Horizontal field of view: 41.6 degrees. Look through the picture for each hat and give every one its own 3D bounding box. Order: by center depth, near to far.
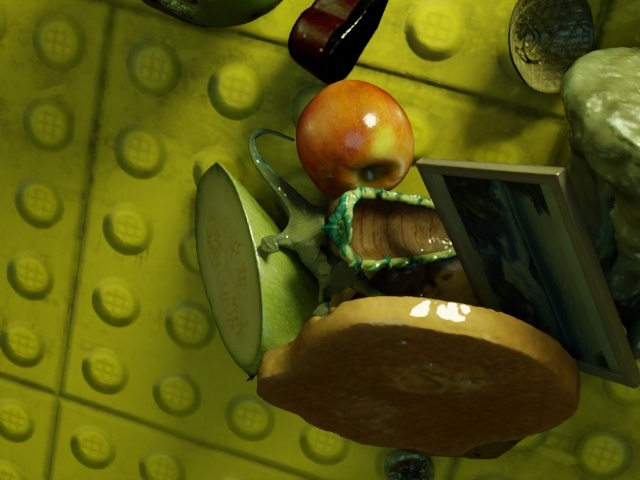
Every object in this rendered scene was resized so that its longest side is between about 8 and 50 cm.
[{"bbox_3d":[0.278,-0.263,1.090,0.145,0.067,0.146,-6,101,-28],"label":"hat"}]

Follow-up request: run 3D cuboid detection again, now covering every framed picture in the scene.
[{"bbox_3d":[0.255,0.035,1.043,0.232,0.024,0.315,12,137,55],"label":"framed picture"}]

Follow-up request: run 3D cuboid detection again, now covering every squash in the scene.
[{"bbox_3d":[-0.125,0.044,1.204,0.189,0.189,0.260,-39,100,20],"label":"squash"}]

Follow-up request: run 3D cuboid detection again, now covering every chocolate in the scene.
[{"bbox_3d":[0.016,-0.279,1.124,0.080,0.125,0.149,35,75,10],"label":"chocolate"}]

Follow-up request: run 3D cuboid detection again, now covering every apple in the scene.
[{"bbox_3d":[0.045,-0.134,1.131,0.163,0.163,0.139,-38,53,20],"label":"apple"}]

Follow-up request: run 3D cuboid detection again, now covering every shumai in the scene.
[{"bbox_3d":[0.418,-0.028,1.001,0.397,0.324,0.324,2,133,-25],"label":"shumai"}]

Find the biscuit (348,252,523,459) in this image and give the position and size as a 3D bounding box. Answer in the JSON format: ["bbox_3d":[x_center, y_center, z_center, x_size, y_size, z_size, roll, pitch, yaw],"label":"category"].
[{"bbox_3d":[0.194,0.171,1.250,0.358,0.046,0.360,3,106,11],"label":"biscuit"}]

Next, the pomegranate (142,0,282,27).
[{"bbox_3d":[-0.121,-0.421,1.043,0.260,0.260,0.341,30,81,2],"label":"pomegranate"}]

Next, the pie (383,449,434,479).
[{"bbox_3d":[0.141,0.365,1.332,0.084,0.021,0.084,4,108,12],"label":"pie"}]

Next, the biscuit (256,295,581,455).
[{"bbox_3d":[0.133,0.182,1.106,0.385,0.062,0.365,26,139,-26],"label":"biscuit"}]

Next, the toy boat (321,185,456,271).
[{"bbox_3d":[0.116,-0.013,1.136,0.099,0.292,0.109,-3,87,51],"label":"toy boat"}]

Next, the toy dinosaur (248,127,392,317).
[{"bbox_3d":[-0.002,0.007,1.153,0.076,0.147,0.363,-39,91,31],"label":"toy dinosaur"}]
